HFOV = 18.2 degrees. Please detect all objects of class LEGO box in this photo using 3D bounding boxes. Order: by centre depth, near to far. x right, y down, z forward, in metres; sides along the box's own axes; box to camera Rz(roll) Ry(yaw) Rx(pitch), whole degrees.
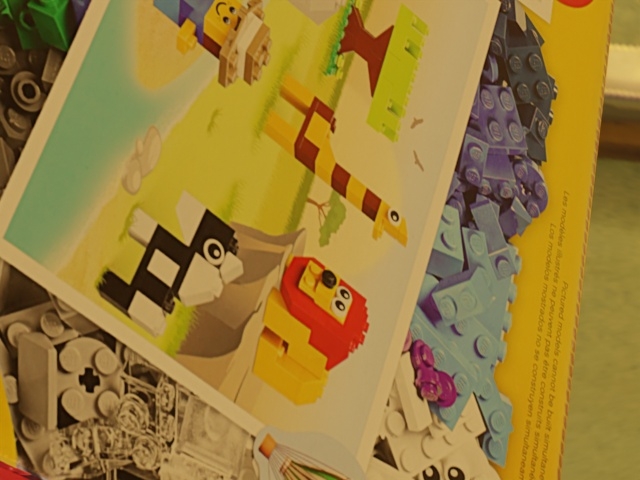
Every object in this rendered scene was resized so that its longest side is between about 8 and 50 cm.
[{"bbox_3d":[-0.088,-0.122,0.686,0.193,0.372,0.500,-23,46,44],"label":"LEGO box"}]
